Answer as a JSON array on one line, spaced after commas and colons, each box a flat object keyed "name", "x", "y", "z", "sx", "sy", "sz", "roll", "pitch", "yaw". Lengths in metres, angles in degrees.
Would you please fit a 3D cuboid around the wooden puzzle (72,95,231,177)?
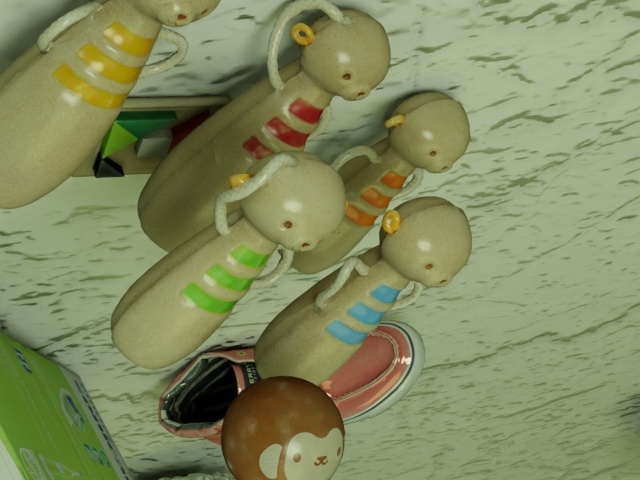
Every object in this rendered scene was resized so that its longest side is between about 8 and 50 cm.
[{"name": "wooden puzzle", "x": -0.085, "y": -0.049, "z": 0.790, "sx": 0.116, "sy": 0.014, "sz": 0.078, "roll": -7, "pitch": 155, "yaw": -17}]

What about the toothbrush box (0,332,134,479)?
[{"name": "toothbrush box", "x": -0.234, "y": 0.155, "z": 0.911, "sx": 0.206, "sy": 0.122, "sz": 0.283, "roll": -30, "pitch": 164, "yaw": 0}]

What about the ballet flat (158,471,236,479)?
[{"name": "ballet flat", "x": -0.223, "y": 0.289, "z": 1.316, "sx": 0.409, "sy": 0.147, "sz": 0.147, "roll": -20, "pitch": 155, "yaw": 14}]

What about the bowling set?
[{"name": "bowling set", "x": 0.000, "y": 0.000, "z": 0.722, "sx": 0.154, "sy": 0.200, "sz": 0.287, "roll": -43, "pitch": 150, "yaw": 25}]

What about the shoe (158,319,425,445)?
[{"name": "shoe", "x": -0.021, "y": 0.097, "z": 1.077, "sx": 0.178, "sy": 0.063, "sz": 0.081, "roll": -22, "pitch": 160, "yaw": 26}]
